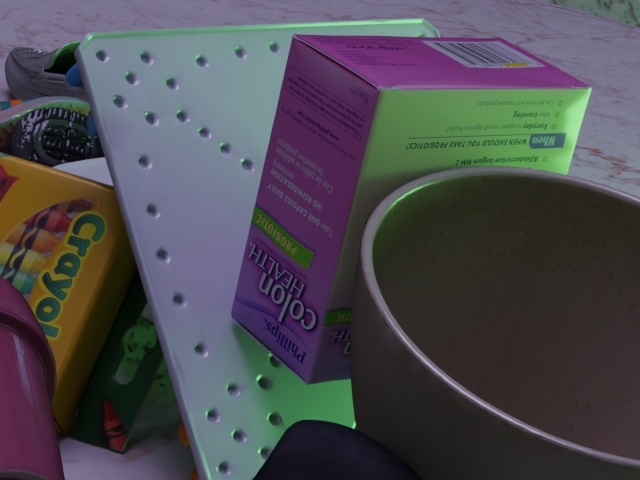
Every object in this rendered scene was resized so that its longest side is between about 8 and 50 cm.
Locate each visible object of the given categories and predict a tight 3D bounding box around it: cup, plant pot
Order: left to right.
[{"bbox_3d":[-0.263,0.144,1.173,0.201,0.201,0.180,-5,39,-31],"label":"plant pot"},{"bbox_3d":[0.158,0.136,1.205,0.331,0.237,0.331,12,32,-8],"label":"cup"}]

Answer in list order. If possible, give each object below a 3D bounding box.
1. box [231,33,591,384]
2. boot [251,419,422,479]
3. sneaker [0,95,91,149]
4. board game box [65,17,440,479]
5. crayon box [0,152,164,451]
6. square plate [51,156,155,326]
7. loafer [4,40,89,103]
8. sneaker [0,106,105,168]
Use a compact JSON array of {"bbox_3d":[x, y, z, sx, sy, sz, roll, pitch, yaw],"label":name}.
[{"bbox_3d":[0.069,-0.029,1.324,0.213,0.243,0.117,-5,28,-36],"label":"box"},{"bbox_3d":[-0.072,0.194,0.911,0.146,0.367,0.445,-28,4,32],"label":"boot"},{"bbox_3d":[-0.393,-0.124,1.973,0.121,0.108,0.302,27,28,34],"label":"sneaker"},{"bbox_3d":[0.000,0.000,1.458,0.390,0.390,0.050,-8,-16,-38],"label":"board game box"},{"bbox_3d":[-0.277,0.032,1.425,0.318,0.202,0.081,16,-23,13],"label":"crayon box"},{"bbox_3d":[-0.111,-0.024,1.683,0.347,0.049,0.344,-11,28,-38],"label":"square plate"},{"bbox_3d":[-0.324,-0.213,2.243,0.112,0.111,0.319,-8,25,-37],"label":"loafer"},{"bbox_3d":[-0.232,-0.071,1.887,0.286,0.109,0.130,16,-27,-31],"label":"sneaker"}]
